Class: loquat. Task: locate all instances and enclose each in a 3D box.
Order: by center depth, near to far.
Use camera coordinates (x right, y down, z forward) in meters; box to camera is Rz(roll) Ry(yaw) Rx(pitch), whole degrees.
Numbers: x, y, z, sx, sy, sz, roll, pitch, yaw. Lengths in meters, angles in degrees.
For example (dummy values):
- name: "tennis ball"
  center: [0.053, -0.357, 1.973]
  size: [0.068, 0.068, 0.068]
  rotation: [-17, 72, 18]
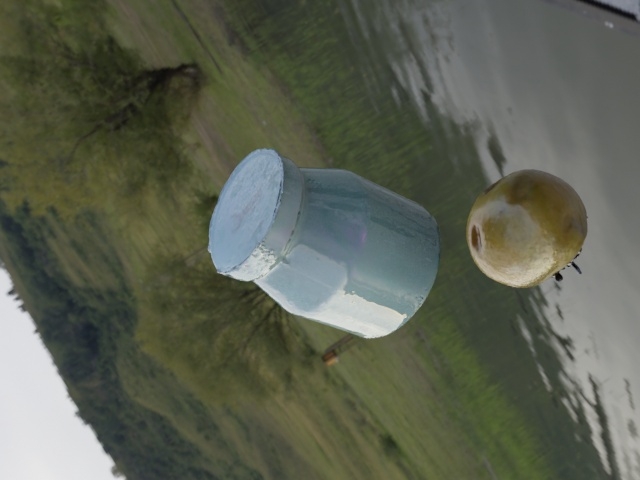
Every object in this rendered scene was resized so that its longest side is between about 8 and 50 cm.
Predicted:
- name: "loquat"
  center: [0.354, -0.016, 1.166]
  size: [0.213, 0.213, 0.213]
  rotation: [56, 174, 9]

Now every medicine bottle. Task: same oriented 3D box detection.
- name: "medicine bottle"
  center: [0.000, 0.000, 1.051]
  size: [0.290, 0.244, 0.245]
  rotation: [24, -166, -32]
